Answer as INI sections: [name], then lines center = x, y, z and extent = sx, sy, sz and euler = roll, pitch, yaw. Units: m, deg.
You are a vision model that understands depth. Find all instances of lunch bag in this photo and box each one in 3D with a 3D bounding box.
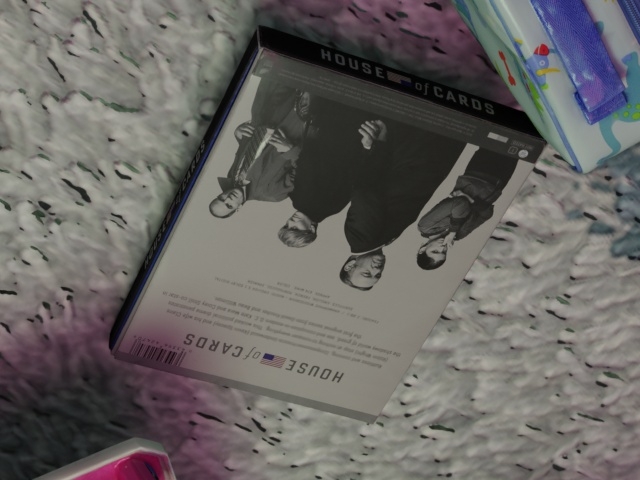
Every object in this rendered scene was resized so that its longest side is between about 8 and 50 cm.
[lunch bag]
center = 0.108, -0.152, 0.994
extent = 0.090, 0.176, 0.219
euler = -30, 118, 6

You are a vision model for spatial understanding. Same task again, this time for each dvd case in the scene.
[dvd case]
center = 0.000, 0.000, 1.106
extent = 0.179, 0.029, 0.239
euler = 16, 126, -18

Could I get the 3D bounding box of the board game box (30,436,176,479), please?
[board game box]
center = -0.223, 0.335, 1.119
extent = 0.390, 0.050, 0.390
euler = -22, 129, -10
